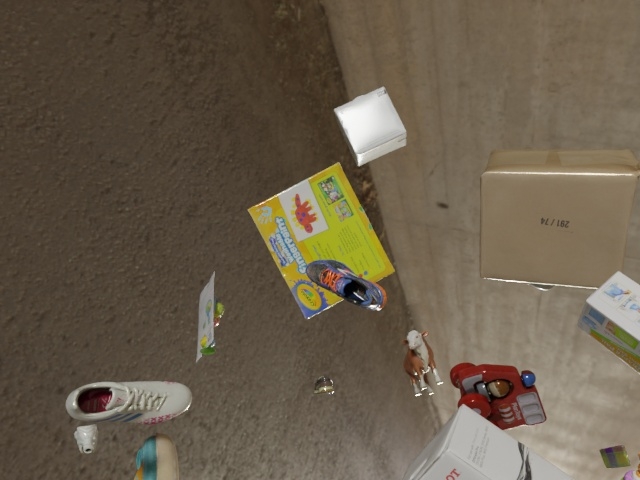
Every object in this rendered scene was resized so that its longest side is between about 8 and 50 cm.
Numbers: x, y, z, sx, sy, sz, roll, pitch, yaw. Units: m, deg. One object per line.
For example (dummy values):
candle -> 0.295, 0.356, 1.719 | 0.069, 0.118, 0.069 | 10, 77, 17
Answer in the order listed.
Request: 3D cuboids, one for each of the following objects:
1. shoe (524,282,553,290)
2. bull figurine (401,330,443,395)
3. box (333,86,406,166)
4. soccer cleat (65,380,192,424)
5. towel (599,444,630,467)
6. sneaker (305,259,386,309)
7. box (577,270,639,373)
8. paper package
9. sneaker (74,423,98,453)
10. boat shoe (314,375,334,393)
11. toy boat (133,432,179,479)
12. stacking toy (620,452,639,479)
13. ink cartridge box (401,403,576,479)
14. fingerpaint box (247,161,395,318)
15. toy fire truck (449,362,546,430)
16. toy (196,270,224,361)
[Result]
shoe -> 0.570, 0.092, 1.521 | 0.063, 0.178, 0.081 | -57, 166, -15
bull figurine -> 0.359, 0.443, 1.922 | 0.310, 0.101, 0.188 | 78, -2, -63
box -> 0.164, -0.370, 1.750 | 0.119, 0.181, 0.181 | 53, 13, -76
soccer cleat -> -0.509, 0.439, 1.451 | 0.143, 0.331, 0.116 | 135, -47, -57
towel -> 0.894, 0.657, 1.622 | 0.009, 0.083, 0.060 | 5, 61, -31
sneaker -> 0.057, 0.105, 1.332 | 0.087, 0.221, 0.083 | 12, 99, -68
box -> 0.634, 0.179, 1.055 | 0.103, 0.203, 0.114 | -36, 143, -13
paper package -> 0.558, -0.055, 1.284 | 0.168, 0.325, 0.309 | -51, 139, -53
sneaker -> -0.559, 0.478, 1.276 | 0.152, 0.054, 0.061 | 129, -48, -58
boat shoe -> 0.012, 0.403, 1.494 | 0.152, 0.056, 0.049 | 119, -31, -71
toy boat -> -0.497, 0.746, 1.555 | 0.267, 0.148, 0.318 | -145, -119, -67
stacking toy -> 1.020, 0.803, 1.714 | 0.166, 0.175, 0.301 | -2, 106, -26
ink cartridge box -> 0.396, 0.601, 1.188 | 0.166, 0.395, 0.285 | -41, 161, -55
fingerpaint box -> 0.000, 0.000, 1.964 | 0.444, 0.371, 0.163 | 62, -3, -4
toy fire truck -> 0.569, 0.501, 1.711 | 0.169, 0.254, 0.302 | -87, 154, -59
toy -> -0.319, 0.227, 1.576 | 0.137, 0.056, 0.237 | -51, -149, 39
